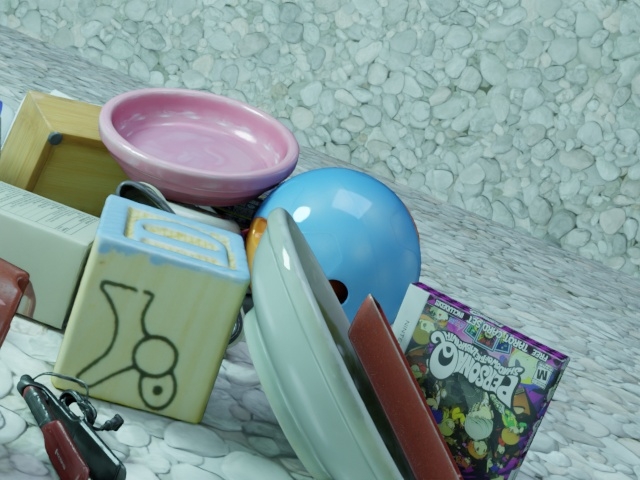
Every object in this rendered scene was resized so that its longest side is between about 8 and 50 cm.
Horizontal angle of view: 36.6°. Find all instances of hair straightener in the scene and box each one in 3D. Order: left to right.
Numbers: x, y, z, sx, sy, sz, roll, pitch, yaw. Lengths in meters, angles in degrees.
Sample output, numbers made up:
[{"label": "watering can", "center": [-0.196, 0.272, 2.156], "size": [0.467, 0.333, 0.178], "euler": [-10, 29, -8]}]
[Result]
[{"label": "hair straightener", "center": [-0.256, 0.199, 1.016], "size": [0.089, 0.047, 0.230], "euler": [10, 12, -39]}]

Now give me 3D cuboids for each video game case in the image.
[{"label": "video game case", "center": [0.184, 0.197, 1.288], "size": [0.232, 0.210, 0.042], "euler": [28, 14, 26]}]

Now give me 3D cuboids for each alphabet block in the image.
[{"label": "alphabet block", "center": [-0.208, 0.081, 1.200], "size": [0.192, 0.197, 0.193], "euler": [19, 14, -11]}]

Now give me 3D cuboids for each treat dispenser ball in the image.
[{"label": "treat dispenser ball", "center": [0.020, 0.026, 1.558], "size": [0.288, 0.288, 0.288], "euler": [19, 13, -5]}]

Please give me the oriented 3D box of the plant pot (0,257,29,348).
[{"label": "plant pot", "center": [-0.421, 0.067, 0.852], "size": [0.265, 0.272, 0.272], "euler": [25, 12, -16]}]

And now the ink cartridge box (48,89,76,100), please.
[{"label": "ink cartridge box", "center": [-0.454, -0.175, 1.871], "size": [0.153, 0.087, 0.208], "euler": [28, -22, 26]}]

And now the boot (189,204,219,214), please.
[{"label": "boot", "center": [-0.206, -0.002, 1.839], "size": [0.190, 0.086, 0.069], "euler": [46, -2, -15]}]

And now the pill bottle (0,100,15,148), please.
[{"label": "pill bottle", "center": [-0.648, -0.205, 1.738], "size": [0.272, 0.152, 0.152], "euler": [30, 6, -32]}]

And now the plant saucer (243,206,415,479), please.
[{"label": "plant saucer", "center": [0.001, 0.159, 1.107], "size": [0.400, 0.100, 0.400], "euler": [-25, 90, -87]}]

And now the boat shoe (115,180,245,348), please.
[{"label": "boat shoe", "center": [-0.211, 0.034, 1.383], "size": [0.285, 0.103, 0.092], "euler": [57, 0, 8]}]

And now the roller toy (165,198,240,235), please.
[{"label": "roller toy", "center": [-0.235, 0.014, 1.535], "size": [0.191, 0.146, 0.209], "euler": [19, 2, 26]}]

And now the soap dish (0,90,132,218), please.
[{"label": "soap dish", "center": [-0.415, -0.128, 1.707], "size": [0.291, 0.229, 0.118], "euler": [9, 34, -41]}]

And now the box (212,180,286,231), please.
[{"label": "box", "center": [-0.168, -0.070, 1.897], "size": [0.270, 0.060, 0.216], "euler": [19, -27, -4]}]

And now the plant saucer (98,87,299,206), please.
[{"label": "plant saucer", "center": [-0.204, -0.152, 1.609], "size": [0.332, 0.084, 0.332], "euler": [11, 28, -6]}]

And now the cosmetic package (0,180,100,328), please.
[{"label": "cosmetic package", "center": [-0.450, -0.002, 1.324], "size": [0.296, 0.129, 0.153], "euler": [20, 11, 3]}]

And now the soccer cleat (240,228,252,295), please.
[{"label": "soccer cleat", "center": [-0.086, 0.029, 1.761], "size": [0.108, 0.116, 0.318], "euler": [28, 15, 29]}]

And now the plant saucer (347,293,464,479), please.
[{"label": "plant saucer", "center": [0.102, 0.195, 1.158], "size": [0.259, 0.047, 0.258], "euler": [52, 12, -82]}]
